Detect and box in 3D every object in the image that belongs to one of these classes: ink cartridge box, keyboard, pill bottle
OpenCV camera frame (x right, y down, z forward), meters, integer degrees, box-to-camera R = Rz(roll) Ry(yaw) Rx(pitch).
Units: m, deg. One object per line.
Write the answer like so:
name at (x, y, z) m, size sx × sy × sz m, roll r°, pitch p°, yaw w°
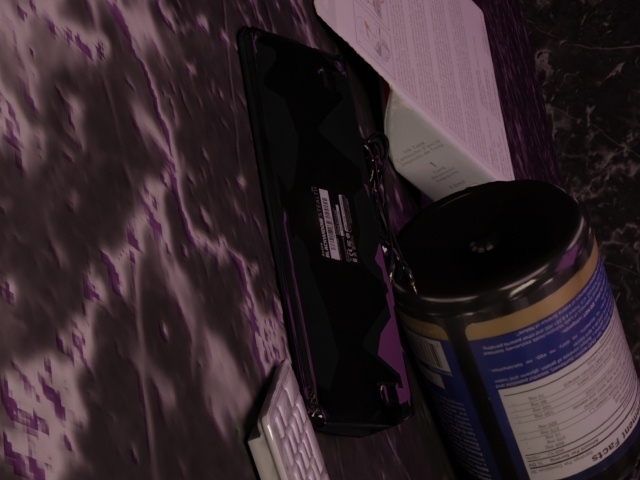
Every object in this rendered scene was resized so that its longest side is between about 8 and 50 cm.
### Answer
ink cartridge box at (0.044, -0.143, 0.945) m, size 0.232 × 0.066 × 0.189 m, roll 32°, pitch 40°, yaw -39°
keyboard at (0.020, 0.174, 0.547) m, size 0.072 × 0.014 × 0.256 m, roll -54°, pitch 128°, yaw -72°
pill bottle at (0.126, 0.083, 0.833) m, size 0.122 × 0.123 × 0.219 m, roll -83°, pitch 155°, yaw -57°
keyboard at (0.000, 0.000, 0.642) m, size 0.100 × 0.038 × 0.192 m, roll 13°, pitch 61°, yaw -48°
